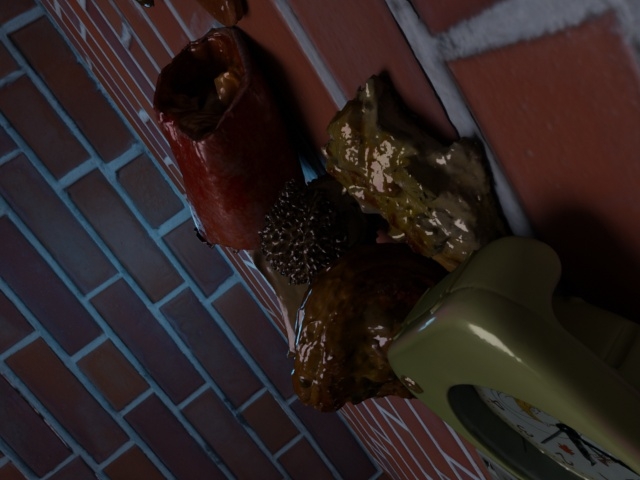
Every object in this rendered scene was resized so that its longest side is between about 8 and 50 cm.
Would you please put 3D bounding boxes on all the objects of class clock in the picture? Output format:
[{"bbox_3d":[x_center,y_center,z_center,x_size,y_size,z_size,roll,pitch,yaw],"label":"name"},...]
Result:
[{"bbox_3d":[0.244,0.164,0.574,0.348,0.117,0.286,38,159,5],"label":"clock"}]

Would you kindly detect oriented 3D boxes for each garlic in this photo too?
[{"bbox_3d":[-0.046,0.072,1.235,0.151,0.196,0.338,4,124,54],"label":"garlic"}]

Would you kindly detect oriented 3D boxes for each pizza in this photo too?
[{"bbox_3d":[0.092,-0.062,0.673,0.323,0.089,0.223,44,167,28],"label":"pizza"}]

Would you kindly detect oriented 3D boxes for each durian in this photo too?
[{"bbox_3d":[0.000,0.000,0.870,0.167,0.196,0.196,29,153,52],"label":"durian"}]

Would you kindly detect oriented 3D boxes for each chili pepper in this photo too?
[{"bbox_3d":[-0.155,-0.145,0.953,0.305,0.229,0.251,66,-167,-46],"label":"chili pepper"}]

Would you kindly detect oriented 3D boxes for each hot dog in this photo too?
[{"bbox_3d":[0.089,0.158,0.878,0.387,0.267,0.174,83,180,-60],"label":"hot dog"}]

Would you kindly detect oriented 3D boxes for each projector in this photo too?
[{"bbox_3d":[0.359,0.427,1.066,0.147,0.061,0.115,59,163,-25],"label":"projector"}]

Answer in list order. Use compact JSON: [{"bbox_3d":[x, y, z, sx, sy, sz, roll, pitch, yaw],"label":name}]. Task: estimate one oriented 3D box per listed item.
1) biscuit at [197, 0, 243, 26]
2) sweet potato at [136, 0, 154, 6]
[{"bbox_3d":[-0.163,-0.387,0.773,0.186,0.036,0.192,49,165,4],"label":"biscuit"},{"bbox_3d":[-0.320,-0.475,1.029,0.182,0.053,0.054,136,135,-73],"label":"sweet potato"}]
